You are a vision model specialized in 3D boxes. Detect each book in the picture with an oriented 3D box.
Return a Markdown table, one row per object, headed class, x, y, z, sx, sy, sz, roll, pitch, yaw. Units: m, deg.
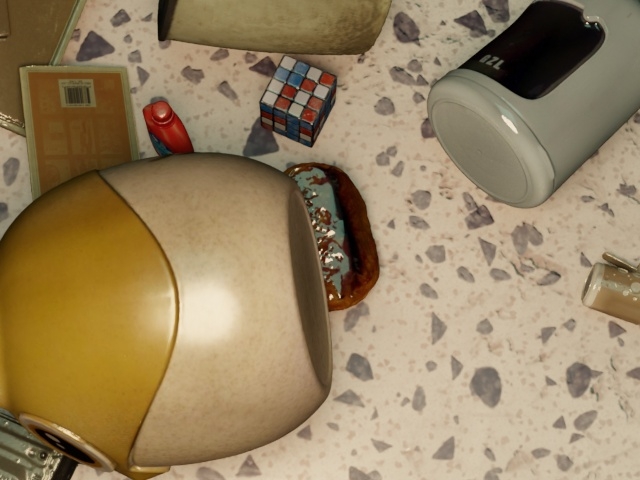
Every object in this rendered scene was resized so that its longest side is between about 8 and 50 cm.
| class | x | y | z | sx | sy | sz | roll | pitch | yaw |
| --- | --- | --- | --- | --- | --- | --- | --- | --- | --- |
| book | -0.362 | -0.155 | 1.632 | 0.170 | 0.018 | 0.242 | -3 | 72 | -23 |

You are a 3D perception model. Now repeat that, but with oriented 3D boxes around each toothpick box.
| class | x | y | z | sx | sy | sz | roll | pitch | yaw |
| --- | --- | --- | --- | --- | --- | --- | --- | --- | --- |
| toothpick box | 0.362 | -0.233 | 1.606 | 0.354 | 0.263 | 0.263 | -42 | 78 | -14 |
| toothpick box | -0.216 | 0.100 | 1.383 | 0.425 | 0.409 | 0.409 | -9 | 72 | 8 |

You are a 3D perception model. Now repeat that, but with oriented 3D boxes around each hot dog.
| class | x | y | z | sx | sy | sz | roll | pitch | yaw |
| --- | --- | --- | --- | --- | --- | --- | --- | --- | --- |
| hot dog | 0.002 | -0.001 | 1.578 | 0.160 | 0.099 | 0.227 | -9 | 74 | -4 |

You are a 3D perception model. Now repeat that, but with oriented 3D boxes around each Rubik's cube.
| class | x | y | z | sx | sy | sz | roll | pitch | yaw |
| --- | --- | --- | --- | --- | --- | --- | --- | --- | --- |
| Rubik's cube | -0.034 | -0.214 | 1.650 | 0.092 | 0.092 | 0.092 | 24 | 73 | 7 |

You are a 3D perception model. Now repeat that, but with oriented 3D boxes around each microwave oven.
| class | x | y | z | sx | sy | sz | roll | pitch | yaw |
| --- | --- | --- | --- | --- | --- | --- | --- | --- | --- |
| microwave oven | -0.436 | 0.344 | 1.439 | 0.163 | 0.129 | 0.205 | 21 | 73 | 6 |

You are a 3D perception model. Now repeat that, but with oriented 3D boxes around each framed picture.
| class | x | y | z | sx | sy | sz | roll | pitch | yaw |
| --- | --- | --- | --- | --- | --- | --- | --- | --- | --- |
| framed picture | -0.493 | -0.349 | 1.629 | 0.240 | 0.020 | 0.324 | 23 | 84 | -24 |

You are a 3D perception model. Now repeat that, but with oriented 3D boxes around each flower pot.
| class | x | y | z | sx | sy | sz | roll | pitch | yaw |
| --- | --- | --- | --- | --- | --- | --- | --- | --- | --- |
| flower pot | -0.066 | -0.412 | 1.616 | 0.330 | 0.293 | 0.294 | 11 | 71 | -13 |

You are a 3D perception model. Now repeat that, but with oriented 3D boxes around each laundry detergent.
| class | x | y | z | sx | sy | sz | roll | pitch | yaw |
| --- | --- | --- | --- | --- | --- | --- | --- | --- | --- |
| laundry detergent | -0.231 | -0.169 | 1.590 | 0.097 | 0.165 | 0.049 | 43 | 77 | 11 |

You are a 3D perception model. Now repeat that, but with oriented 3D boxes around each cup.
| class | x | y | z | sx | sy | sz | roll | pitch | yaw |
| --- | --- | --- | --- | --- | --- | --- | --- | --- | --- |
| cup | 0.446 | 0.065 | 1.582 | 0.099 | 0.074 | 0.102 | 18 | 72 | 4 |
